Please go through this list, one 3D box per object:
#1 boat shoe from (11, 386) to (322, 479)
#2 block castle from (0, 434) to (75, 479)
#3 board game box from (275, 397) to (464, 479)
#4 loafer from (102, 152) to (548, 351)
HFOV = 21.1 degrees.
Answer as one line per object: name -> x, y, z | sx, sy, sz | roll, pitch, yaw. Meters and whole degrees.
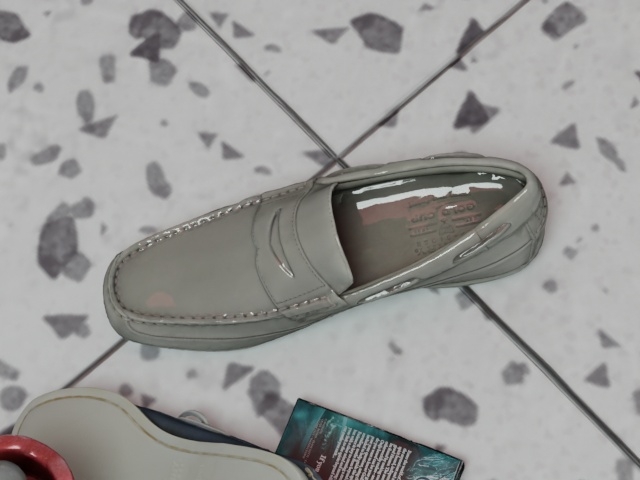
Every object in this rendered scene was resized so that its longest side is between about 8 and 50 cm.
boat shoe -> -0.098, 0.158, 1.154 | 0.254, 0.079, 0.095 | 5, 75, 32
block castle -> -0.149, 0.363, 0.957 | 0.303, 0.213, 0.453 | 18, 64, 10
board game box -> 0.007, 0.214, 1.161 | 0.126, 0.026, 0.186 | 20, 72, 12
loafer -> 0.000, 0.000, 1.196 | 0.319, 0.111, 0.112 | -15, 69, -1
